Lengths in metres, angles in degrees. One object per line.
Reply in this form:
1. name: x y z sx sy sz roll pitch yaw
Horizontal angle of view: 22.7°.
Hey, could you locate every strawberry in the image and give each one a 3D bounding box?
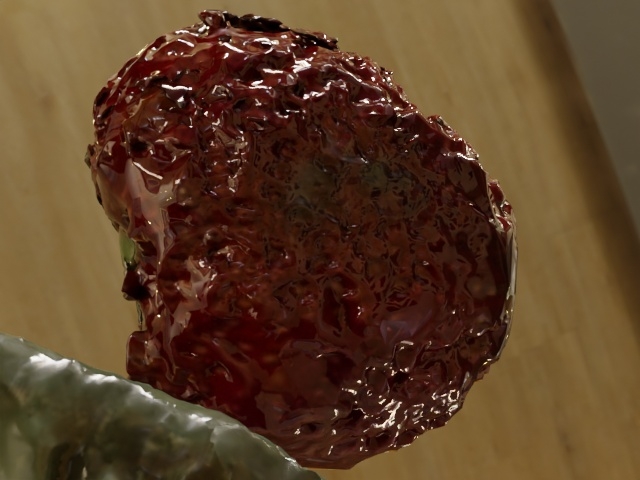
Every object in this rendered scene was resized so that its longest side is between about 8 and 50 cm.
1. strawberry: 0.000 0.000 0.920 0.274 0.220 0.274 -14 -90 -77

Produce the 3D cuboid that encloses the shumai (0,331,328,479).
1. shumai: -0.125 0.215 0.665 0.304 0.309 0.263 47 -130 -33
